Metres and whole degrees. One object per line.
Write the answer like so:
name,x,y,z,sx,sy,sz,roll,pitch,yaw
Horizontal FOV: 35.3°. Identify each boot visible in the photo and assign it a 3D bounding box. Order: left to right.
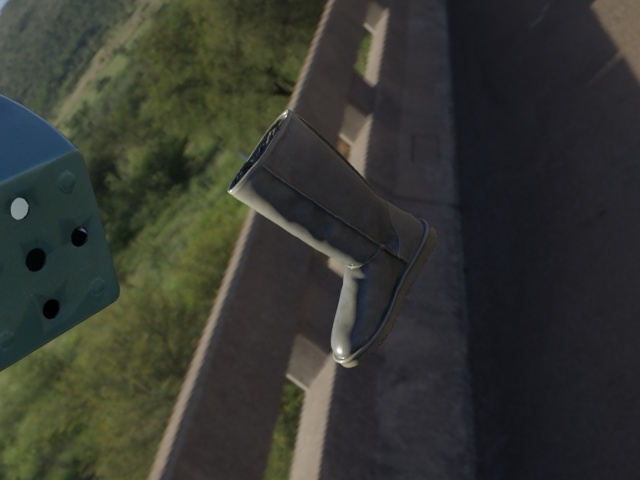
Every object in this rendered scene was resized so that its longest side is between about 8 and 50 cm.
boot,-0.002,0.001,1.002,0.076,0.208,0.189,4,63,60

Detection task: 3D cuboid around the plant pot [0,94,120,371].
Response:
plant pot,-0.253,-0.004,0.653,0.234,0.165,0.166,10,31,37
